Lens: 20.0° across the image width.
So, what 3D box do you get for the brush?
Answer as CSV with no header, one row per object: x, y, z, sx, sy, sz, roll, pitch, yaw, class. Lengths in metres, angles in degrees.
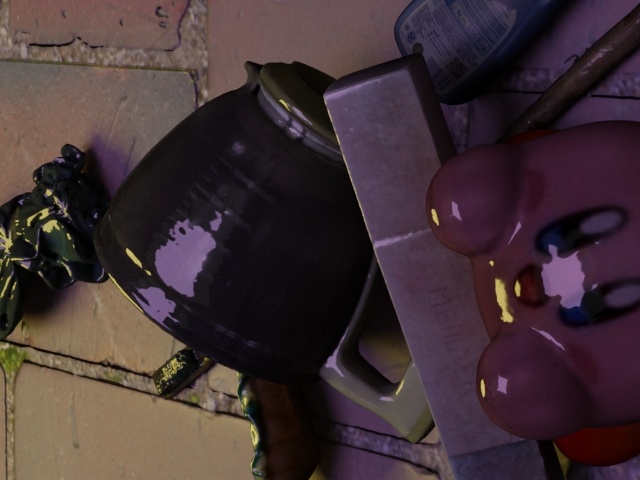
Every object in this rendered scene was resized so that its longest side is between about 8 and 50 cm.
-0.115,0.106,1.776,0.190,0.027,0.034,-38,70,41,brush

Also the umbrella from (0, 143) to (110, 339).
-0.345,0.026,1.956,0.349,0.094,0.143,-32,53,38,umbrella

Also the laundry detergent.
0.147,-0.197,1.442,0.206,0.061,0.096,-41,64,41,laundry detergent

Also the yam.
0.199,-0.127,1.420,0.029,0.027,0.234,44,128,-3,yam

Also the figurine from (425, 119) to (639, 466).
0.217,0.020,1.309,0.211,0.261,0.269,-17,80,18,figurine

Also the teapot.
-0.018,-0.006,1.521,0.321,0.239,0.239,49,114,36,teapot

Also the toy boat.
-0.077,0.106,1.680,0.099,0.108,0.293,-27,76,4,toy boat

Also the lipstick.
0.100,0.042,1.418,0.076,0.080,0.371,-16,102,16,lipstick
